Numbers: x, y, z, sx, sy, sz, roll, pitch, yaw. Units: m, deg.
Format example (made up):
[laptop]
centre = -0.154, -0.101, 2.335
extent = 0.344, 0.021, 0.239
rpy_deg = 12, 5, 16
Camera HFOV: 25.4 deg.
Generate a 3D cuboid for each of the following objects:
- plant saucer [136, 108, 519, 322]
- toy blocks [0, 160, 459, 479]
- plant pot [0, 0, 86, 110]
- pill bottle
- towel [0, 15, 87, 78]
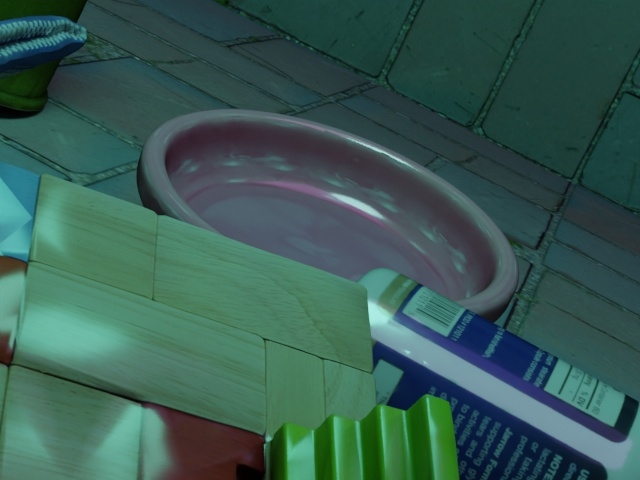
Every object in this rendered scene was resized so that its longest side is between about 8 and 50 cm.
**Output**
[plant saucer]
centre = 0.000, 0.000, 1.197
extent = 0.332, 0.084, 0.332
rpy_deg = 18, 25, -9
[toy blocks]
centre = -0.112, 0.109, 0.472
extent = 0.261, 0.191, 0.381
rpy_deg = 20, 41, -21
[plant pot]
centre = -0.334, -0.374, 1.373
extent = 0.366, 0.353, 0.366
rpy_deg = 33, 9, -6
[pill bottle]
centre = 0.112, 0.140, 0.853
extent = 0.264, 0.153, 0.153
rpy_deg = 29, 15, 10
[towel]
centre = -0.265, -0.004, 0.526
extent = 0.243, 0.336, 0.040
rpy_deg = -70, 138, -77
